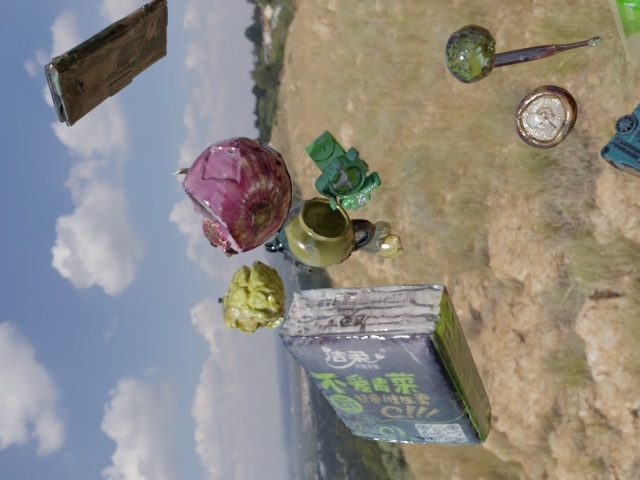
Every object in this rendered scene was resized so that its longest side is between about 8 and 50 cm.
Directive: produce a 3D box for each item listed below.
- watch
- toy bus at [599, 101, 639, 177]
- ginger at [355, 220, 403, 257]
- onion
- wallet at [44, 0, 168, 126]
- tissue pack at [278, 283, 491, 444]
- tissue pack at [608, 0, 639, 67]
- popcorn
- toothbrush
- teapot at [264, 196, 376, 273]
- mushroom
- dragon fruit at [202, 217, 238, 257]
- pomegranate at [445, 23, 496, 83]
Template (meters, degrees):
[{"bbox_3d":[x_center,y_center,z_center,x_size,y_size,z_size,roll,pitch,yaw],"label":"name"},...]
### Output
[{"bbox_3d":[0.037,-0.162,1.325,0.165,0.131,0.152,39,-167,-46],"label":"watch"},{"bbox_3d":[0.744,-0.248,1.241,0.256,0.128,0.147,-57,40,17],"label":"toy bus"},{"bbox_3d":[0.099,0.005,1.593,0.298,0.065,0.118,-6,124,47],"label":"ginger"},{"bbox_3d":[-0.137,-0.090,1.052,0.208,0.200,0.201,57,-173,-22],"label":"onion"},{"bbox_3d":[-0.447,-0.389,1.243,0.317,0.044,0.169,-51,-8,-32],"label":"wallet"},{"bbox_3d":[0.081,0.146,0.642,0.236,0.173,0.073,60,-145,-39],"label":"tissue pack"},{"bbox_3d":[0.640,-0.378,0.888,0.404,0.331,0.206,-2,-69,-57],"label":"tissue pack"},{"bbox_3d":[-0.155,0.132,1.307,0.173,0.142,0.174,-1,89,56],"label":"popcorn"},{"bbox_3d":[0.606,-0.532,1.654,0.041,0.363,0.041,-6,-90,-73],"label":"toothbrush"},{"bbox_3d":[0.000,0.000,1.386,0.183,0.269,0.173,116,145,-48],"label":"teapot"},{"bbox_3d":[0.438,-0.239,1.124,0.123,0.052,0.123,14,110,42],"label":"mushroom"},{"bbox_3d":[-0.191,-0.015,1.233,0.147,0.102,0.096,-13,-50,-58],"label":"dragon fruit"},{"bbox_3d":[0.375,-0.464,1.443,0.163,0.125,0.138,-47,-59,-68],"label":"pomegranate"}]
